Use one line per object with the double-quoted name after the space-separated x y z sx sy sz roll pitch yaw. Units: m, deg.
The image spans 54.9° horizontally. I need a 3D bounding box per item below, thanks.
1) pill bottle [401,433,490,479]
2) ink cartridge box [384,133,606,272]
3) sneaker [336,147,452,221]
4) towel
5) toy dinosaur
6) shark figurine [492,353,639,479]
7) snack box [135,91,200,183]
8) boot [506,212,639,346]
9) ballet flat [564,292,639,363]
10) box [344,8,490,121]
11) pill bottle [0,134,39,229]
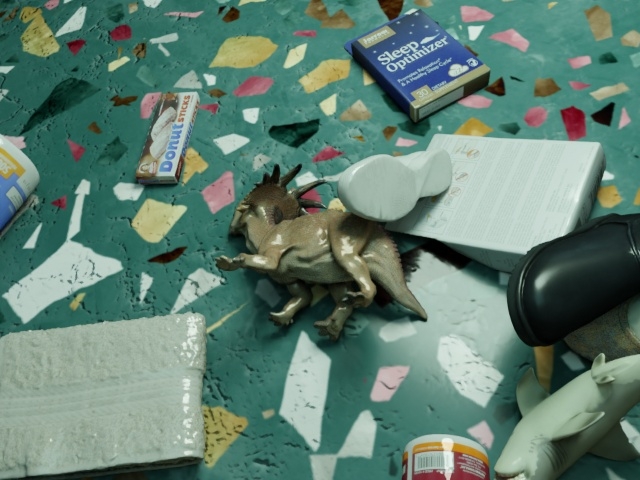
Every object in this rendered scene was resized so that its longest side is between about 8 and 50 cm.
0.116 0.268 0.571 0.086 0.086 0.152 0 48 11 "pill bottle"
0.228 -0.054 0.810 0.232 0.066 0.189 8 57 40 "ink cartridge box"
0.077 -0.071 0.777 0.094 0.080 0.212 3 13 41 "sneaker"
-0.273 0.183 0.733 0.282 0.049 0.187 -9 57 4 "towel"
0.000 0.000 0.766 0.295 0.127 0.200 12 53 11 "toy dinosaur"
0.295 0.171 0.592 0.278 0.116 0.166 -40 9 28 "shark figurine"
-0.239 -0.164 0.971 0.064 0.022 0.178 0 57 9 "snack box"
0.326 0.015 0.600 0.246 0.207 0.094 -27 93 -34 "boot"
0.419 0.088 0.634 0.316 0.106 0.108 5 58 14 "ballet flat"
0.144 -0.292 0.979 0.136 0.036 0.225 -29 55 -9 "box"
-0.539 -0.030 0.859 0.152 0.152 0.272 18 62 20 "pill bottle"
